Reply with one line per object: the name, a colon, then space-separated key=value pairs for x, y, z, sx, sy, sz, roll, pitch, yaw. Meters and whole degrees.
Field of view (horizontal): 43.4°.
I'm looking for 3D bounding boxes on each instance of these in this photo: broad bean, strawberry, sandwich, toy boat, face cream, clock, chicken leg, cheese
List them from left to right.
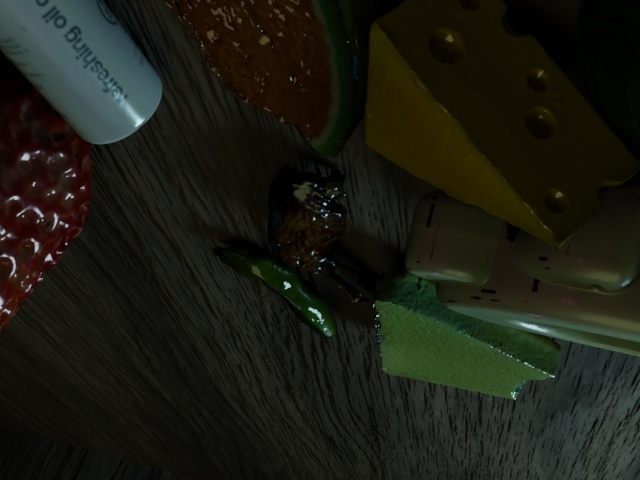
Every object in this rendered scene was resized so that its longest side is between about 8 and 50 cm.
strawberry: x=-0.345 y=-0.055 z=0.754 sx=0.253 sy=0.280 sz=0.150 roll=40 pitch=143 yaw=-18
face cream: x=-0.235 y=-0.204 z=0.605 sx=0.092 sy=0.092 sz=0.311 roll=2 pitch=146 yaw=28
broad bean: x=-0.043 y=0.058 z=0.994 sx=0.195 sy=0.046 sz=0.061 roll=36 pitch=159 yaw=-20
sandwich: x=-0.017 y=-0.159 z=0.578 sx=0.159 sy=0.079 sz=0.235 roll=11 pitch=149 yaw=35
chicken leg: x=0.000 y=0.000 z=0.867 sx=0.106 sy=0.051 sz=0.253 roll=1 pitch=150 yaw=19
sandwich: x=0.174 y=0.112 z=0.943 sx=0.212 sy=0.063 sz=0.245 roll=10 pitch=155 yaw=11
cheese: x=0.121 y=-0.078 z=0.539 sx=0.171 sy=0.093 sz=0.126 roll=43 pitch=158 yaw=20
clock: x=0.242 y=0.030 z=0.635 sx=0.309 sy=0.114 sz=0.284 roll=10 pitch=175 yaw=26
toy boat: x=0.215 y=-0.089 z=0.521 sx=0.104 sy=0.052 sz=0.210 roll=49 pitch=-172 yaw=38
